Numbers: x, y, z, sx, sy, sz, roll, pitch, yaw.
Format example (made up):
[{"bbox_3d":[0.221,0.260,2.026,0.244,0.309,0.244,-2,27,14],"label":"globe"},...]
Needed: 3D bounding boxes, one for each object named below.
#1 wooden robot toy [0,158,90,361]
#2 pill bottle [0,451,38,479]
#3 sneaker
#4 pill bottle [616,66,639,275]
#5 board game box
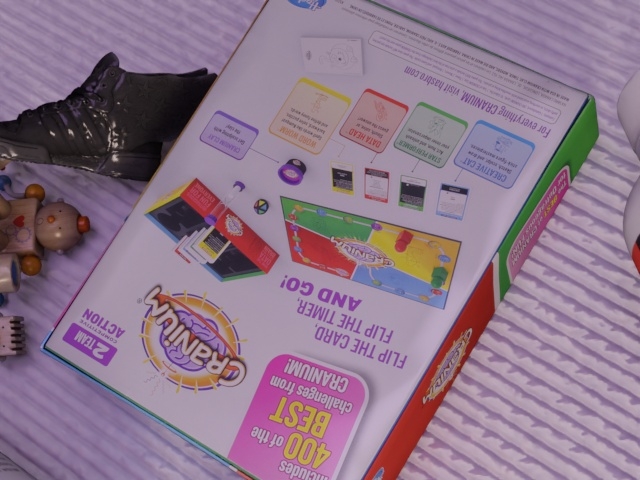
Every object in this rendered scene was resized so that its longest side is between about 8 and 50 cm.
[{"bbox_3d":[-0.204,-0.004,0.928,0.079,0.076,0.173,-3,69,3],"label":"wooden robot toy"},{"bbox_3d":[-0.258,0.188,0.816,0.283,0.160,0.160,30,80,23],"label":"pill bottle"},{"bbox_3d":[-0.160,-0.093,0.923,0.170,0.051,0.089,10,97,-24],"label":"sneaker"},{"bbox_3d":[0.281,0.036,0.710,0.181,0.181,0.323,-24,65,6],"label":"pill bottle"},{"bbox_3d":[0.000,0.000,0.868,0.242,0.064,0.317,28,80,23],"label":"board game box"}]
